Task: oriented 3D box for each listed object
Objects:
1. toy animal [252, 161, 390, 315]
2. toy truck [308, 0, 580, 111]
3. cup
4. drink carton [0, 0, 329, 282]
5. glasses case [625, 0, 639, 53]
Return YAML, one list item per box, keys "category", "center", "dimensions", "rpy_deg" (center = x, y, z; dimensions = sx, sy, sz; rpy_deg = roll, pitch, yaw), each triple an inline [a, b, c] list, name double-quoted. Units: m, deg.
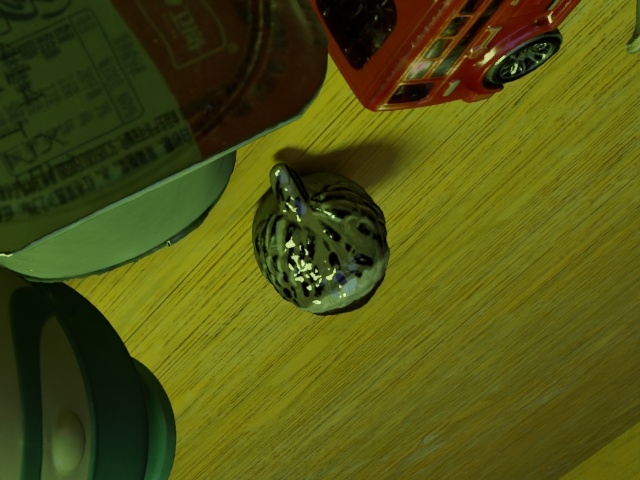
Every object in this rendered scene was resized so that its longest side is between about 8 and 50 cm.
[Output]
- category: "toy animal"
  center: [0.000, 0.000, 1.184]
  dimensions: [0.098, 0.098, 0.137]
  rpy_deg: [-29, 161, 1]
- category: "toy truck"
  center: [0.091, -0.169, 0.845]
  dimensions: [0.114, 0.107, 0.252]
  rpy_deg: [-16, 158, -34]
- category: "cup"
  center: [-0.257, 0.109, 0.962]
  dimensions: [0.290, 0.219, 0.258]
  rpy_deg: [-3, 173, 25]
- category: "drink carton"
  center: [-0.116, -0.078, 0.719]
  dimensions: [0.191, 0.185, 0.189]
  rpy_deg: [-28, 173, -7]
- category: "glasses case"
  center: [0.313, -0.213, 1.095]
  dimensions: [0.308, 0.083, 0.128]
  rpy_deg: [-25, 167, -12]
